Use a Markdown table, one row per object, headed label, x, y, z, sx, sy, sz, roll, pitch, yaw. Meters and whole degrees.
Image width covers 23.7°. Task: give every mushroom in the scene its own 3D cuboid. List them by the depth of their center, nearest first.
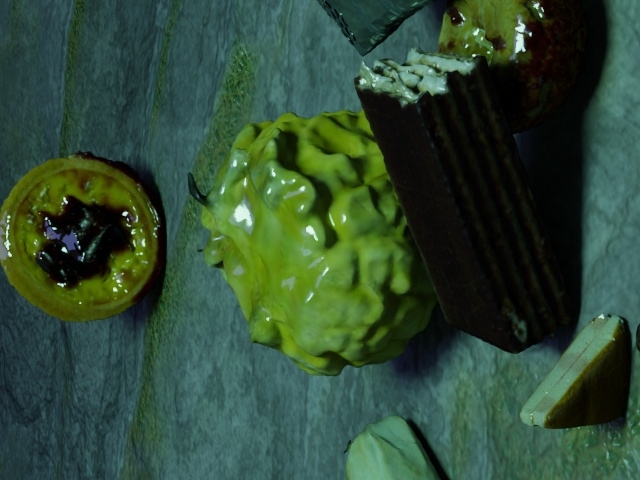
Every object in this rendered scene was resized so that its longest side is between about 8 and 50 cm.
| label | x | y | z | sx | sy | sz | roll | pitch | yaw |
| --- | --- | --- | --- | --- | --- | --- | --- | --- | --- |
| mushroom | 0.100 | 0.287 | 1.327 | 0.100 | 0.081 | 0.312 | -65 | 36 | 29 |

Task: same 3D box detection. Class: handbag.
| label | x | y | z | sx | sy | sz | roll | pitch | yaw |
| --- | --- | --- | --- | --- | --- | --- | --- | --- | --- |
| handbag | 0.095 | -0.256 | 1.249 | 0.088 | 0.175 | 0.270 | 49 | 149 | -9 |

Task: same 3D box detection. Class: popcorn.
| label | x | y | z | sx | sy | sz | roll | pitch | yaw |
| --- | --- | --- | --- | --- | --- | --- | --- | --- | --- |
| popcorn | -0.003 | -0.003 | 1.358 | 0.249 | 0.225 | 0.249 | -7 | 81 | 52 |

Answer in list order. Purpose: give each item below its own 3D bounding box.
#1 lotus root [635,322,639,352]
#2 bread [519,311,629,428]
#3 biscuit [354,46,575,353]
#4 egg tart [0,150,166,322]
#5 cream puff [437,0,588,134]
| label | x | y | z | sx | sy | sz | roll | pitch | yaw |
| --- | --- | --- | --- | --- | --- | --- | --- | --- | --- |
| lotus root | 0.296 | 0.076 | 0.920 | 0.124 | 0.123 | 0.241 | -61 | 26 | -6 |
| bread | 0.204 | 0.113 | 1.163 | 0.109 | 0.062 | 0.043 | -51 | 28 | -15 |
| biscuit | 0.111 | -0.036 | 1.195 | 0.106 | 0.070 | 0.252 | 23 | 140 | 60 |
| egg tart | -0.313 | -0.002 | 1.956 | 0.171 | 0.215 | 0.215 | 171 | 97 | -72 |
| cream puff | 0.154 | -0.154 | 1.207 | 0.149 | 0.084 | 0.149 | -13 | 75 | 60 |
